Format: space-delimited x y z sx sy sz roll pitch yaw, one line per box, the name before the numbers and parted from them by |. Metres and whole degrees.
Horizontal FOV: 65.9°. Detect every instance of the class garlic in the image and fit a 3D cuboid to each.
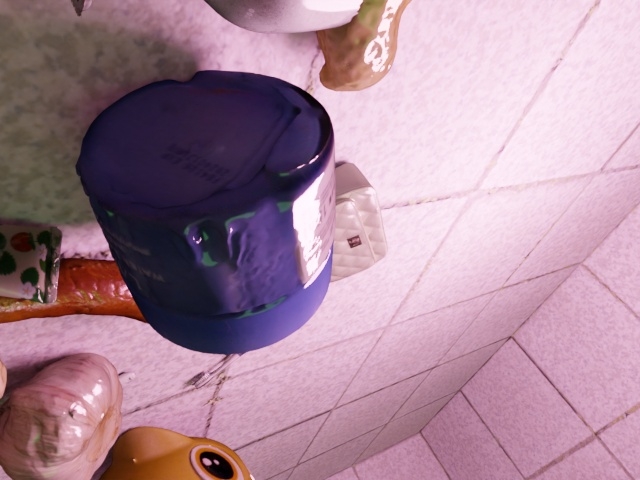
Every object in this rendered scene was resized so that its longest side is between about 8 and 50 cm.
garlic | -0.430 0.271 0.760 0.212 0.218 0.218 10 141 3

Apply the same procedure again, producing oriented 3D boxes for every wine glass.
wine glass | -0.080 -0.240 0.410 0.242 0.126 0.126 -8 140 -32

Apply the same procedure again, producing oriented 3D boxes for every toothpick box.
toothpick box | -0.321 0.656 1.098 0.410 0.424 0.408 -10 148 -6

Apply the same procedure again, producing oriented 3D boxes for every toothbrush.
toothbrush | -0.157 0.227 1.051 0.288 0.024 0.026 -35 134 4
toothbrush | -0.458 0.290 0.868 0.263 0.026 0.022 -23 147 -22

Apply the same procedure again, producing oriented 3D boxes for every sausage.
sausage | -0.297 0.072 0.671 0.302 0.076 0.103 11 134 -47

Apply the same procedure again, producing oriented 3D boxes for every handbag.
handbag | 0.000 0.000 0.844 0.219 0.079 0.256 -29 146 -2

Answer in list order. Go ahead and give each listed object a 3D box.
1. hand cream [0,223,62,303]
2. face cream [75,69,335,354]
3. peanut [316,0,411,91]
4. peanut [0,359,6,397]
hand cream | -0.406 0.009 0.494 0.059 0.095 0.276 -15 162 41
face cream | -0.108 -0.036 0.542 0.249 0.249 0.225 -22 140 -19
peanut | 0.059 -0.269 0.514 0.118 0.101 0.263 11 132 -16
peanut | -0.488 0.125 0.535 0.136 0.120 0.298 -16 145 8
